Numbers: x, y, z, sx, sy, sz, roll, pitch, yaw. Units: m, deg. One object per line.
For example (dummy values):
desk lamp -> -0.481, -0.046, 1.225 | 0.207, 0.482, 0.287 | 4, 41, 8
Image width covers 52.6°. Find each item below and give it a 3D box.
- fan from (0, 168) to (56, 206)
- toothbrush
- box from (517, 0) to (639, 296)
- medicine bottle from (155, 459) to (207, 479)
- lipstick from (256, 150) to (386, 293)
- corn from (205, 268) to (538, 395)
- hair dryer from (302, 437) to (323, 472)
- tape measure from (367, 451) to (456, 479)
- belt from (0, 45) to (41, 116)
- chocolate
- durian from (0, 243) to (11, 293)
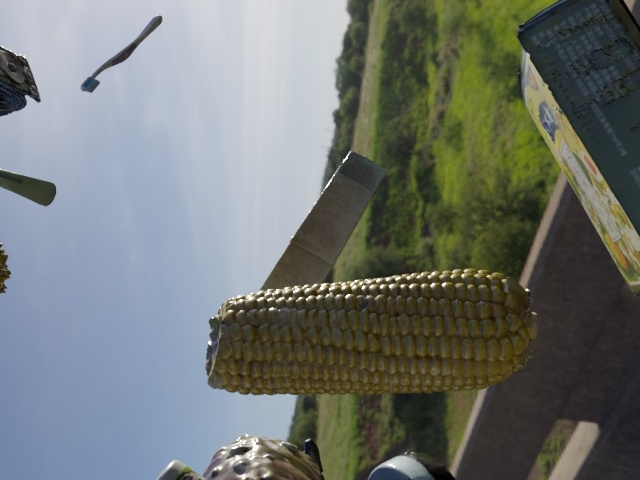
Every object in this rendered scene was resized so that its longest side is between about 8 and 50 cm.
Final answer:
fan -> -0.465, -0.093, 0.896 | 0.016, 0.193, 0.038 | -8, 65, 58
toothbrush -> -0.188, -0.182, 0.622 | 0.011, 0.013, 0.131 | 103, -168, -53
box -> 0.455, -0.119, 0.977 | 0.420, 0.138, 0.373 | 65, -164, 12
medicine bottle -> -0.071, 0.297, 0.597 | 0.061, 0.220, 0.092 | -57, -5, 13
lipstick -> 0.000, 0.000, 1.015 | 0.371, 0.076, 0.080 | -58, -3, -41
corn -> 0.055, 0.109, 0.741 | 0.144, 0.387, 0.144 | 176, 90, -89
hair dryer -> -0.039, 0.481, 1.412 | 0.031, 0.083, 0.079 | 180, 71, -77
tape measure -> 0.150, 0.439, 1.042 | 0.182, 0.107, 0.181 | -42, 65, 51
belt -> -0.637, -0.317, 1.197 | 0.218, 0.122, 0.128 | 12, -123, -84
chocolate -> -0.096, 0.415, 0.995 | 0.340, 0.225, 0.210 | 107, 179, -84
durian -> -0.570, 0.025, 1.026 | 0.182, 0.132, 0.165 | 43, 140, 41
